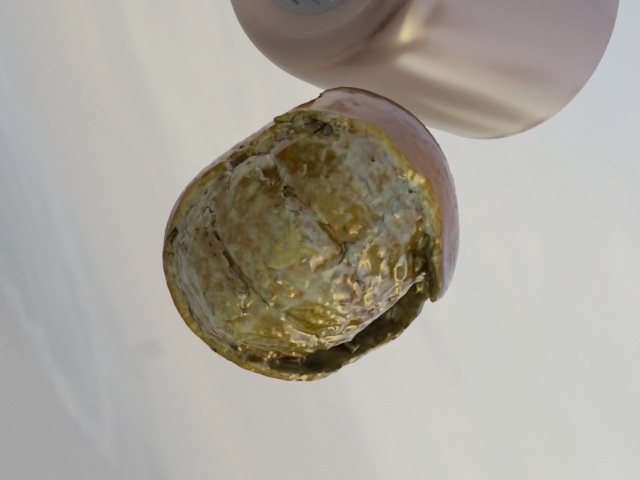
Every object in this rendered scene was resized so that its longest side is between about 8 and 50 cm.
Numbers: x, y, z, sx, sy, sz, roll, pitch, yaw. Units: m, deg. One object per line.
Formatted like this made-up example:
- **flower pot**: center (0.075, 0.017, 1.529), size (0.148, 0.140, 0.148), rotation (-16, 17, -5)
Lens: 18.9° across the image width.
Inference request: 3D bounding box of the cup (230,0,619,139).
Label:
- **cup**: center (0.050, -0.201, 1.236), size (0.200, 0.191, 0.253), rotation (10, 55, -51)

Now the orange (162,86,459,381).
- **orange**: center (0.000, 0.000, 0.952), size (0.134, 0.156, 0.156), rotation (42, -4, -8)
